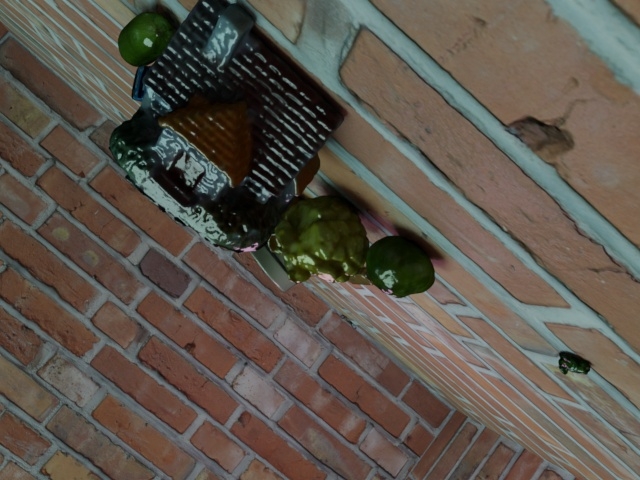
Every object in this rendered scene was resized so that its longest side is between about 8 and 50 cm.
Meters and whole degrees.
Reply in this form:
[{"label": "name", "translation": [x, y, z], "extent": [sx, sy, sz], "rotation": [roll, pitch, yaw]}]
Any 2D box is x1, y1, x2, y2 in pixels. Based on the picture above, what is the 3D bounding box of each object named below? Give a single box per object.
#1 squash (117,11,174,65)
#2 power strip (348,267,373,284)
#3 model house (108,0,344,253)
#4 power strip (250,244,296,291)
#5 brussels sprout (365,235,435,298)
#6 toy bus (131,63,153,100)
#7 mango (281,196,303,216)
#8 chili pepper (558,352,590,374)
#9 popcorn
[{"label": "squash", "translation": [-0.412, -0.459, 1.228], "extent": [0.101, 0.101, 0.378], "rotation": [44, 170, -25]}, {"label": "power strip", "translation": [0.143, 0.132, 1.971], "extent": [0.064, 0.044, 0.305], "rotation": [40, 169, -8]}, {"label": "model house", "translation": [-0.140, -0.211, 0.961], "extent": [0.360, 0.297, 0.339], "rotation": [41, 139, -7]}, {"label": "power strip", "translation": [-0.173, 0.035, 2.113], "extent": [0.357, 0.161, 0.357], "rotation": [53, 180, 0]}, {"label": "brussels sprout", "translation": [0.183, 0.061, 1.245], "extent": [0.161, 0.144, 0.180], "rotation": [7, 165, -17]}, {"label": "toy bus", "translation": [-0.347, -0.354, 1.276], "extent": [0.184, 0.090, 0.106], "rotation": [10, -172, -35]}, {"label": "mango", "translation": [-0.087, -0.058, 1.656], "extent": [0.287, 0.153, 0.201], "rotation": [34, 160, 17]}, {"label": "chili pepper", "translation": [0.537, 0.269, 1.151], "extent": [0.055, 0.035, 0.118], "rotation": [55, 169, 12]}, {"label": "popcorn", "translation": [0.000, 0.000, 1.337], "extent": [0.270, 0.224, 0.258], "rotation": [10, -166, 30]}]
